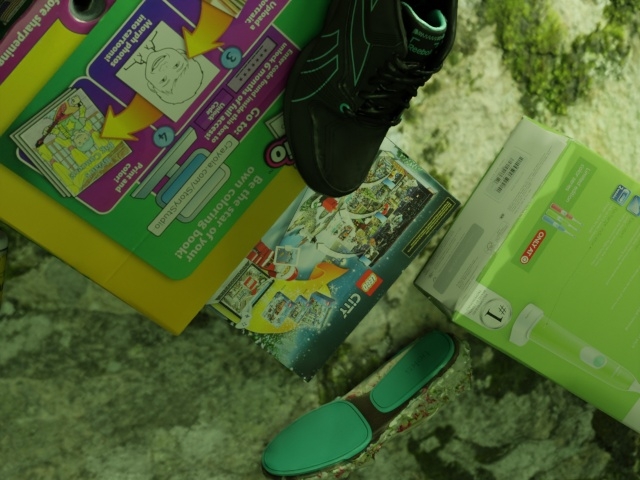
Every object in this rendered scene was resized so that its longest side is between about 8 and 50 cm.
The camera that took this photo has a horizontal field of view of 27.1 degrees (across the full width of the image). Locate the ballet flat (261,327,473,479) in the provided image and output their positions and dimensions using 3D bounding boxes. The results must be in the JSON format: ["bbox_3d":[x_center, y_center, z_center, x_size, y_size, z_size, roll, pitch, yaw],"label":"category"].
[{"bbox_3d":[0.056,0.183,1.329,0.241,0.091,0.077,-33,134,0],"label":"ballet flat"}]

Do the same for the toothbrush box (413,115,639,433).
[{"bbox_3d":[0.271,0.041,1.320,0.283,0.122,0.206,30,96,-20],"label":"toothbrush box"}]

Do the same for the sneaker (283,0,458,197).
[{"bbox_3d":[0.044,-0.151,1.087,0.101,0.106,0.267,-1,117,-34],"label":"sneaker"}]

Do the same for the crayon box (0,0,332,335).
[{"bbox_3d":[-0.126,-0.144,1.127,0.363,0.106,0.313,-49,130,3],"label":"crayon box"}]

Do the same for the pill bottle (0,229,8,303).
[{"bbox_3d":[-0.318,0.047,1.193,0.065,0.065,0.116,6,105,-17],"label":"pill bottle"}]

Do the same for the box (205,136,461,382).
[{"bbox_3d":[0.000,0.000,1.275,0.159,0.044,0.233,39,93,-22],"label":"box"}]
